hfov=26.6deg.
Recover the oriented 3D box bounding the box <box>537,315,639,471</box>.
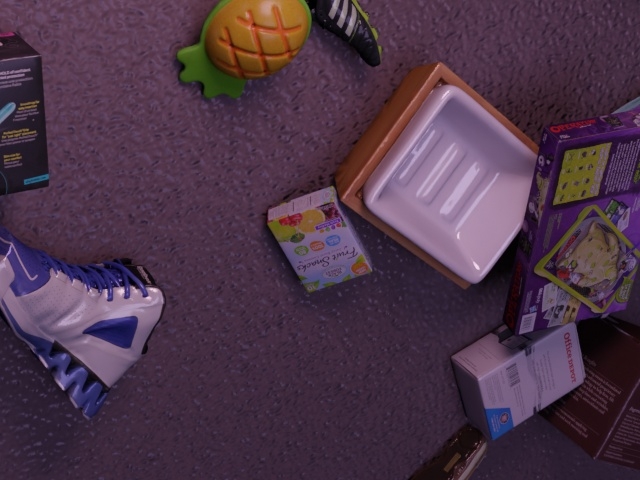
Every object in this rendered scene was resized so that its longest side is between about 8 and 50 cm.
[{"bbox_3d":[0.500,0.253,2.248,0.167,0.168,0.203,20,103,-37],"label":"box"}]

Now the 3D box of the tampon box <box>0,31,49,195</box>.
[{"bbox_3d":[-0.383,-0.141,1.534,0.120,0.101,0.161,-12,119,-27],"label":"tampon box"}]

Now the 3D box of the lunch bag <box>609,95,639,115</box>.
[{"bbox_3d":[0.566,-0.129,2.103,0.262,0.160,0.223,-35,123,-18],"label":"lunch bag"}]

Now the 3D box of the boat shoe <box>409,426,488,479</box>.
[{"bbox_3d":[0.207,0.393,2.206,0.190,0.068,0.072,-42,140,-7],"label":"boat shoe"}]

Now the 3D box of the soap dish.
[{"bbox_3d":[0.173,-0.092,1.900,0.291,0.118,0.229,34,93,-39],"label":"soap dish"}]

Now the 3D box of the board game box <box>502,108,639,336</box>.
[{"bbox_3d":[0.386,-0.025,1.958,0.208,0.056,0.347,-8,128,-20],"label":"board game box"}]

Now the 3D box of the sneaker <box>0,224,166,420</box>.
[{"bbox_3d":[-0.304,0.067,1.689,0.182,0.127,0.315,-40,135,-13],"label":"sneaker"}]

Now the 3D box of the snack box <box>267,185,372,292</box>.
[{"bbox_3d":[0.000,0.000,1.862,0.100,0.037,0.141,-18,129,14],"label":"snack box"}]

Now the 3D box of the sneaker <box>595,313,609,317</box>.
[{"bbox_3d":[0.391,0.011,2.121,0.110,0.107,0.275,-22,121,2],"label":"sneaker"}]

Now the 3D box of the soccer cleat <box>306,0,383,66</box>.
[{"bbox_3d":[0.021,-0.291,1.747,0.072,0.060,0.179,-33,121,-2],"label":"soccer cleat"}]

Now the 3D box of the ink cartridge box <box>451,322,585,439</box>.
[{"bbox_3d":[0.318,0.207,2.166,0.190,0.082,0.139,-30,126,-18],"label":"ink cartridge box"}]

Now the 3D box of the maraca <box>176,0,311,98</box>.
[{"bbox_3d":[-0.094,-0.245,1.672,0.185,0.099,0.127,-38,127,23],"label":"maraca"}]
